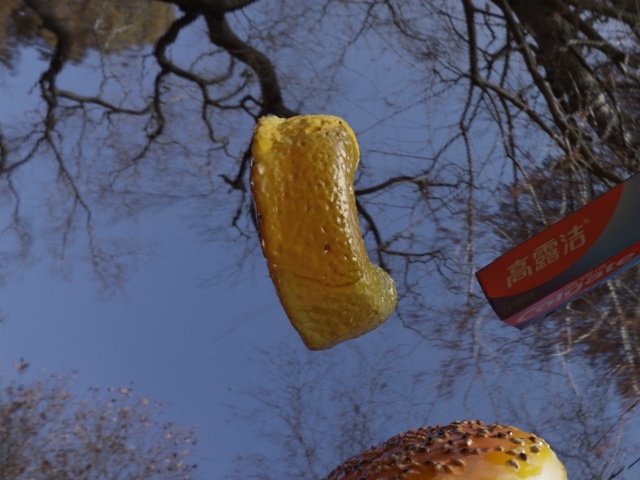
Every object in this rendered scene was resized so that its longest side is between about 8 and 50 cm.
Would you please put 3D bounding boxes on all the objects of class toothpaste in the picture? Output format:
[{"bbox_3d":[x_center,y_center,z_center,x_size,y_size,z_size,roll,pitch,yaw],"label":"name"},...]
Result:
[{"bbox_3d":[0.311,-0.019,0.778,0.320,0.076,0.066,-35,-119,19],"label":"toothpaste"}]

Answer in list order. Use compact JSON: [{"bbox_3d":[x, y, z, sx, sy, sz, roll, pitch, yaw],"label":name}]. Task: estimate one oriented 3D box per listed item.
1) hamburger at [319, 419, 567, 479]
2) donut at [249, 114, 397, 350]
[{"bbox_3d":[0.106,0.285,0.783,0.300,0.300,0.176,-27,-95,25],"label":"hamburger"},{"bbox_3d":[0.000,0.006,0.771,0.101,0.152,0.259,-11,-72,15],"label":"donut"}]
